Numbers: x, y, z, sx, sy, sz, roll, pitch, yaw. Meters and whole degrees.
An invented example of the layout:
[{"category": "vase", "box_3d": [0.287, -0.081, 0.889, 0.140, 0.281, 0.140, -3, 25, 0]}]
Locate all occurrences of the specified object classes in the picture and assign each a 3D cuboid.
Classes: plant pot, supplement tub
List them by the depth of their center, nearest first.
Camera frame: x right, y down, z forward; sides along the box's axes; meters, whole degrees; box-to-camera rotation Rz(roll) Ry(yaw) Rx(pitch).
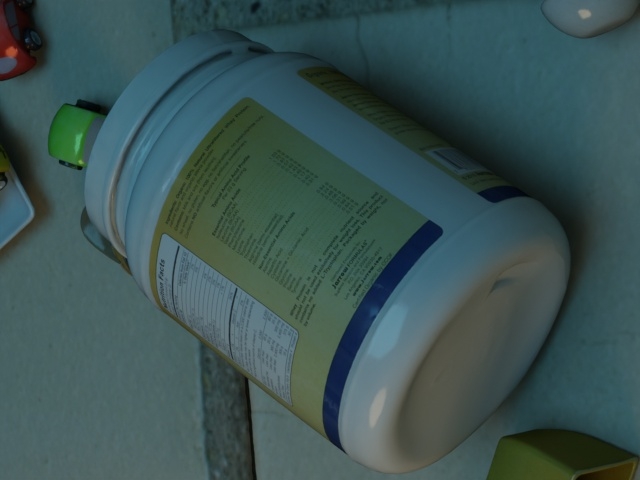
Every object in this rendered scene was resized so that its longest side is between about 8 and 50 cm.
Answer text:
[{"category": "plant pot", "box_3d": [0.170, 0.181, 1.423, 0.083, 0.081, 0.081, 32, 115, 39]}, {"category": "supplement tub", "box_3d": [0.000, 0.000, 1.425, 0.316, 0.228, 0.228, 36, 116, 27]}]

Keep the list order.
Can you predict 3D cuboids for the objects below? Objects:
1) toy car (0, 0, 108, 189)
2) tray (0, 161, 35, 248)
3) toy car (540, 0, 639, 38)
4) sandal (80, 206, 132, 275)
[{"category": "toy car", "box_3d": [-0.251, -0.107, 1.682, 0.225, 0.053, 0.239, 18, 93, 25]}, {"category": "tray", "box_3d": [-0.369, -0.015, 1.817, 0.270, 0.030, 0.145, -38, 75, 34]}, {"category": "toy car", "box_3d": [0.183, -0.234, 1.313, 0.182, 0.136, 0.159, -29, 79, 36]}, {"category": "sandal", "box_3d": [-0.142, 0.012, 1.642, 0.180, 0.049, 0.072, 35, 116, 27]}]
